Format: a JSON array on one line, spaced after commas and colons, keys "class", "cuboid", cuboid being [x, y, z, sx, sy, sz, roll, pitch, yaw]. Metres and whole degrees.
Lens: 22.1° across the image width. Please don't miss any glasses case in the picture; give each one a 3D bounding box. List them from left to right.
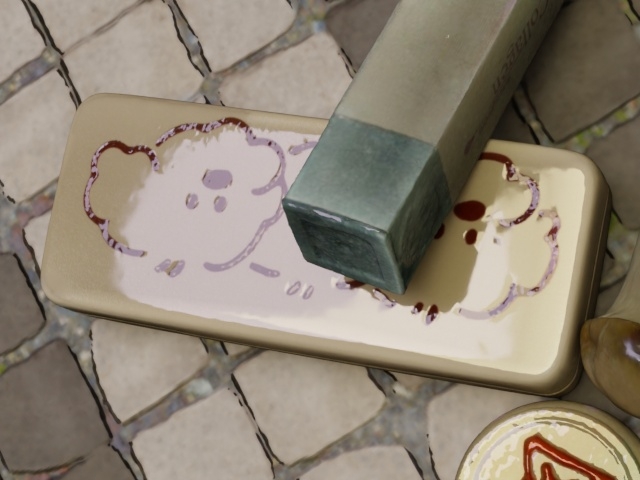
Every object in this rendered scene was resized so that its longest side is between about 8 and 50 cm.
[{"class": "glasses case", "cuboid": [0.000, 0.000, 0.996, 0.336, 0.076, 0.144, 8, 82, 19]}]

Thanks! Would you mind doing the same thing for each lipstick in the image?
[{"class": "lipstick", "cuboid": [0.084, -0.121, 0.940, 0.068, 0.066, 0.317, 19, 65, 24]}]

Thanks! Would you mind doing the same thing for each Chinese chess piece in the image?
[{"class": "Chinese chess piece", "cuboid": [0.136, 0.152, 0.937, 0.122, 0.051, 0.122, -3, 79, 17]}]

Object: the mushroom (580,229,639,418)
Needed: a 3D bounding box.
[{"class": "mushroom", "cuboid": [0.239, -0.051, 0.923, 0.159, 0.122, 0.328, 17, 83, 56]}]
